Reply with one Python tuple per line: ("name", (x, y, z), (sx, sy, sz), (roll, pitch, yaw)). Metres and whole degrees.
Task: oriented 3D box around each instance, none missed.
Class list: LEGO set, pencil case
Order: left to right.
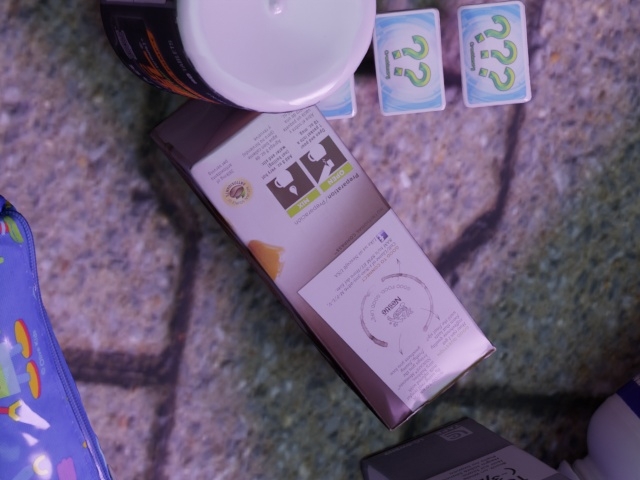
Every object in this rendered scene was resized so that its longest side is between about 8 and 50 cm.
("pencil case", (-0.220, 0.111, 1.227), (0.133, 0.119, 0.306), (-18, 106, -1))
("LEGO set", (0.059, -0.209, 1.291), (0.183, 0.060, 0.244), (-5, 103, -1))

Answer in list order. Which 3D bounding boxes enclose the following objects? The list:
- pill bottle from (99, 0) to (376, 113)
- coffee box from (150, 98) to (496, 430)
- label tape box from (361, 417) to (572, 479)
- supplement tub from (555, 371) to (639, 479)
("pill bottle", (-0.067, -0.155, 1.172), (0.130, 0.246, 0.130), (-3, 99, -20))
("coffee box", (0.000, 0.000, 1.280), (0.098, 0.141, 0.246), (-39, 111, -4))
("label tape box", (0.159, 0.292, 1.295), (0.106, 0.334, 0.240), (-18, 106, -18))
("supplement tub", (0.359, 0.165, 1.388), (0.331, 0.241, 0.241), (-39, 112, 3))
